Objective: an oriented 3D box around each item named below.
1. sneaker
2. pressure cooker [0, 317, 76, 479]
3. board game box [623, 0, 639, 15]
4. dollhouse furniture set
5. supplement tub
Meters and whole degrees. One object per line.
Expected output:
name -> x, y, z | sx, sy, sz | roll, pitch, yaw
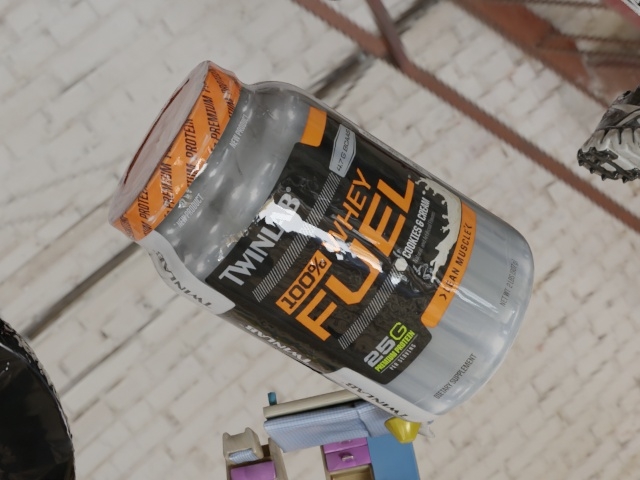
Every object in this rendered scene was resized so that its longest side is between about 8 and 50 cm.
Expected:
sneaker -> 0.335, -0.114, 1.141 | 0.106, 0.078, 0.234 | -64, -158, -10
pressure cooker -> -0.413, 0.140, 0.782 | 0.420, 0.375, 0.370 | 23, -77, 34
board game box -> 0.274, -0.327, 0.940 | 0.305, 0.193, 0.053 | -55, -170, -22
dollhouse furniture set -> 0.009, 0.296, 1.487 | 0.286, 0.303, 0.198 | -13, -113, 4
supplement tub -> 0.000, 0.000, 0.999 | 0.193, 0.316, 0.193 | -51, -160, 26
